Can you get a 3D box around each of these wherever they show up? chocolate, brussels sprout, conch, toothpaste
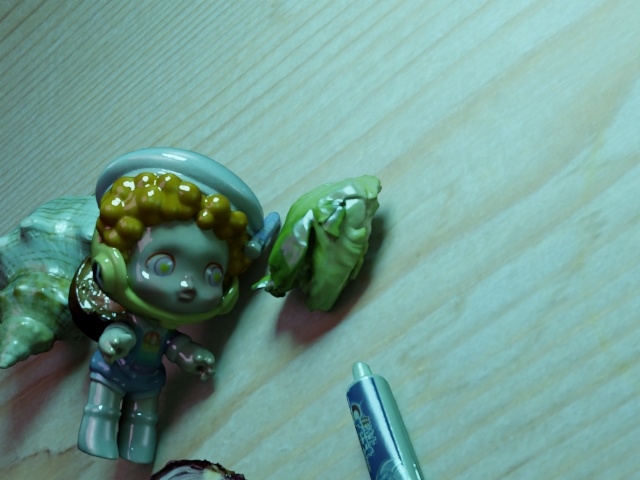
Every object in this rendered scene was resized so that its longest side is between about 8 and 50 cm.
[{"bbox_3d":[-0.260,0.063,2.143,0.127,0.124,0.133,8,54,45],"label":"chocolate"},{"bbox_3d":[-0.002,-0.002,1.901,0.139,0.100,0.181,-100,33,-65],"label":"brussels sprout"},{"bbox_3d":[-0.353,0.012,2.256,0.203,0.169,0.386,-10,56,43],"label":"conch"},{"bbox_3d":[0.071,0.224,1.671,0.069,0.047,0.268,-32,43,13],"label":"toothpaste"}]

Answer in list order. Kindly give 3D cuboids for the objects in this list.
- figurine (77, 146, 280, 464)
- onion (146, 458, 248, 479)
[{"bbox_3d":[-0.224,0.072,2.000,0.205,0.224,0.382,14,75,61],"label":"figurine"},{"bbox_3d":[-0.146,0.377,1.741,0.227,0.120,0.283,21,73,52],"label":"onion"}]
